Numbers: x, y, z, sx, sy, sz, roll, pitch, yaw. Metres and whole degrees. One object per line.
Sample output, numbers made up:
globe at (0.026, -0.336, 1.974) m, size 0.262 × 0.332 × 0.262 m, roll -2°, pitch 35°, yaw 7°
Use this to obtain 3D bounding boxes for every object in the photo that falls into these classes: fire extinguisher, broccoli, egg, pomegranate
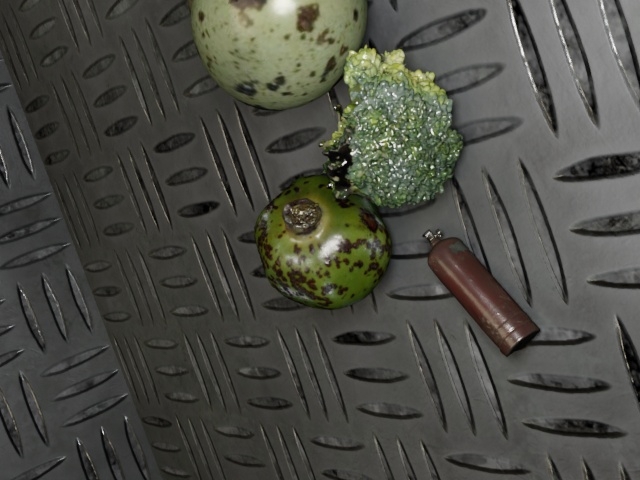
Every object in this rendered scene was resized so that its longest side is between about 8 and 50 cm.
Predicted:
fire extinguisher at (0.249, 0.074, 1.769) m, size 0.268 × 0.072 × 0.089 m, roll 51°, pitch -179°, yaw 24°
broccoli at (0.089, -0.187, 1.717) m, size 0.263 × 0.247 × 0.243 m, roll 42°, pitch -160°, yaw -31°
egg at (-0.069, -0.357, 1.751) m, size 0.288 × 0.287 × 0.379 m, roll 57°, pitch 160°, yaw 16°
pomegranate at (0.000, 0.000, 1.915) m, size 0.254 × 0.254 × 0.270 m, roll 51°, pitch 178°, yaw 24°

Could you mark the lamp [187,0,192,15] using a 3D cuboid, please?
lamp at (-0.210, -0.494, 2.055) m, size 0.101 × 0.101 × 0.250 m, roll 55°, pitch 150°, yaw 18°
